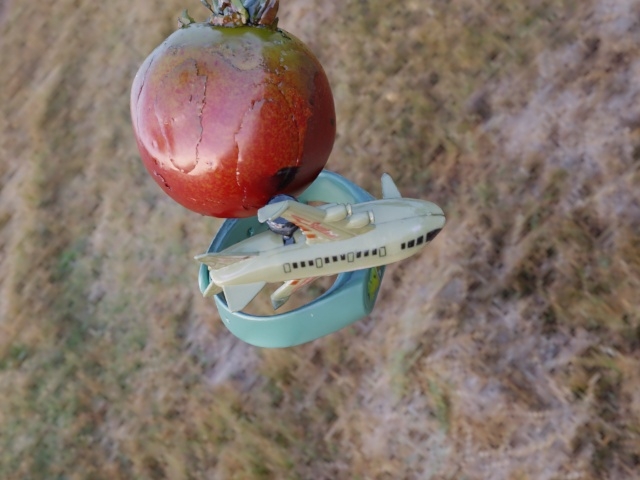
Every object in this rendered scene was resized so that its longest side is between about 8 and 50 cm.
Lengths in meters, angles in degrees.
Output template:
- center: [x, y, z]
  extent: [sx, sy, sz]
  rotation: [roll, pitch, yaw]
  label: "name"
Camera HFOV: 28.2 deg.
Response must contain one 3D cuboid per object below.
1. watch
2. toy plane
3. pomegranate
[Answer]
- center: [-0.022, 0.014, 1.394]
  extent: [0.195, 0.068, 0.237]
  rotation: [4, 49, 18]
  label: "watch"
- center: [0.000, 0.000, 1.226]
  extent: [0.244, 0.092, 0.229]
  rotation: [-20, -21, -9]
  label: "toy plane"
- center: [-0.086, -0.137, 1.275]
  extent: [0.210, 0.210, 0.235]
  rotation: [-160, 73, -65]
  label: "pomegranate"
